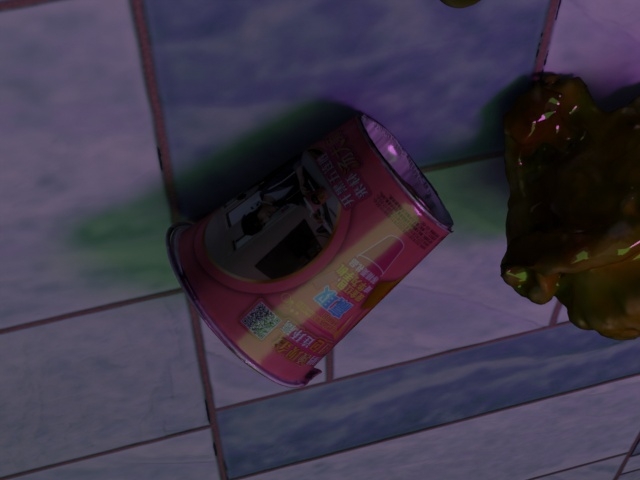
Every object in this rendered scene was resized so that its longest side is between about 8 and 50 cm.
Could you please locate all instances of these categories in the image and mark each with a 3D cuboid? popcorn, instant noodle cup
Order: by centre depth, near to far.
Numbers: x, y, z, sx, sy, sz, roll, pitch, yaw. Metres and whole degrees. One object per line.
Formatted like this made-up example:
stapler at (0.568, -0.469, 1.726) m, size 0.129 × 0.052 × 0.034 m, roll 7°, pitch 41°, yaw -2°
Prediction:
instant noodle cup at (0.000, 0.000, 1.159) m, size 0.255 × 0.244 × 0.244 m, roll -38°, pitch 142°, yaw 14°
popcorn at (0.374, -0.043, 1.234) m, size 0.321 × 0.325 × 0.290 m, roll 19°, pitch 158°, yaw 23°

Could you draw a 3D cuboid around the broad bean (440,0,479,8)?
broad bean at (0.140, -0.256, 1.011) m, size 0.063 × 0.045 × 0.083 m, roll -18°, pitch 153°, yaw 0°
